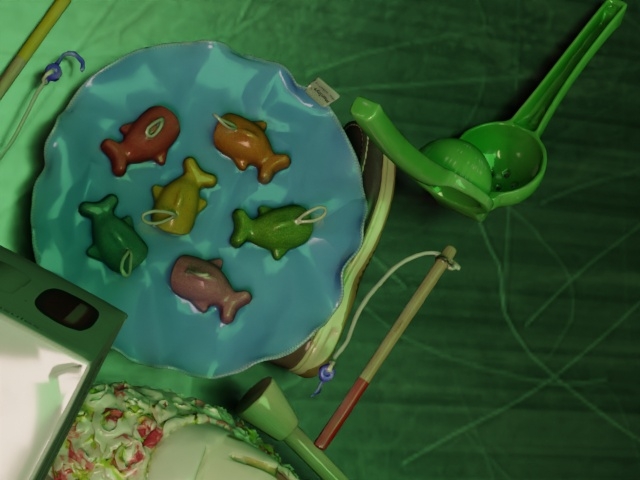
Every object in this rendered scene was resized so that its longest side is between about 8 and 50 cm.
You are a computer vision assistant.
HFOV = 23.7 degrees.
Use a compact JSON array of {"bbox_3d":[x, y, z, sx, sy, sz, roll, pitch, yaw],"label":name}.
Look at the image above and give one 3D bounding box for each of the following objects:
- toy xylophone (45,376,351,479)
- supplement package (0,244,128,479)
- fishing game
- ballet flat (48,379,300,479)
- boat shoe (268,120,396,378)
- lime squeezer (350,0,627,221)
[{"bbox_3d":[-0.047,0.226,0.818,0.236,0.081,0.322,-44,104,-32],"label":"toy xylophone"},{"bbox_3d":[-0.247,0.066,0.641,0.262,0.145,0.204,28,93,-4],"label":"supplement package"},{"bbox_3d":[-0.060,-0.021,0.809,0.264,0.041,0.189,37,72,-2],"label":"fishing game"},{"bbox_3d":[-0.025,0.139,0.756,0.241,0.077,0.091,34,62,-22],"label":"ballet flat"},{"bbox_3d":[0.000,0.000,0.860,0.049,0.056,0.152,20,81,-27],"label":"boat shoe"},{"bbox_3d":[0.097,-0.057,0.863,0.059,0.110,0.310,42,35,16],"label":"lime squeezer"}]
